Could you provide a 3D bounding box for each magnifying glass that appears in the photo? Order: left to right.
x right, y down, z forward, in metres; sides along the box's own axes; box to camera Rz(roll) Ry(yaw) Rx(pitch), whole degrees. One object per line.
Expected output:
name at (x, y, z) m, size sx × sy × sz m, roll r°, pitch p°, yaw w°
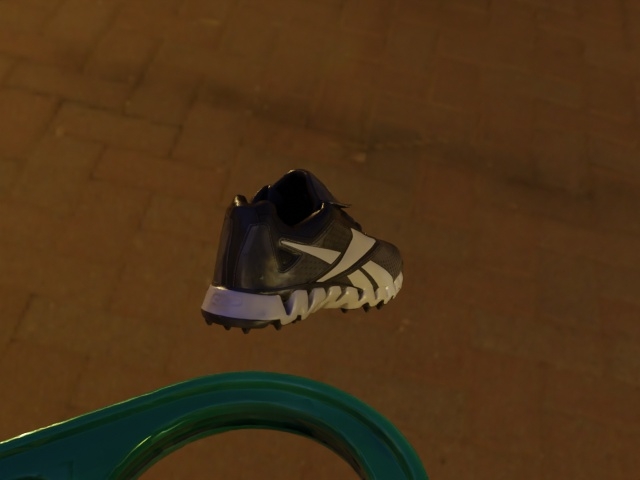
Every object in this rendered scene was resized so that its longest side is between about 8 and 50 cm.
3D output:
magnifying glass at (-0.084, 0.074, 0.343) m, size 0.231 × 0.026 × 0.092 m, roll 2°, pitch 49°, yaw 11°

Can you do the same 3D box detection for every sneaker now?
sneaker at (0.000, 0.000, 0.978) m, size 0.078 × 0.106 × 0.234 m, roll 9°, pitch 10°, yaw 31°
